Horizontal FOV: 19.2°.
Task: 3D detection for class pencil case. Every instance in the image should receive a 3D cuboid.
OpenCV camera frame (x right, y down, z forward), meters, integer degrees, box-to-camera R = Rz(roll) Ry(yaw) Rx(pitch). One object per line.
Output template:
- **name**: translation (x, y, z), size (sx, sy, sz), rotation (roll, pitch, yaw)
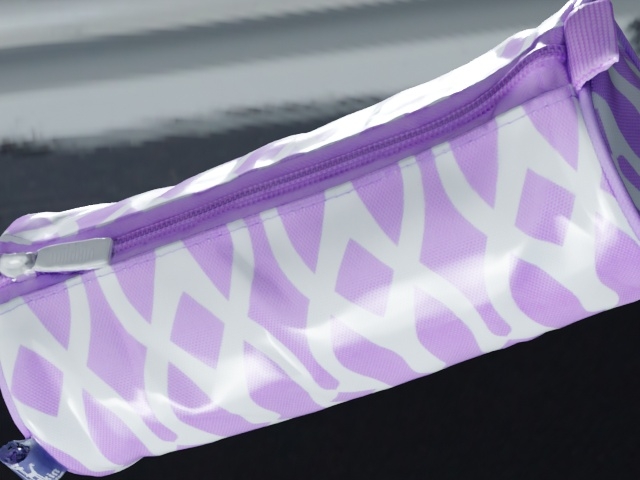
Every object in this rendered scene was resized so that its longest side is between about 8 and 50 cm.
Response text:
- **pencil case**: translation (0.000, 0.000, 0.531), size (0.206, 0.088, 0.086), rotation (-20, -138, 18)
